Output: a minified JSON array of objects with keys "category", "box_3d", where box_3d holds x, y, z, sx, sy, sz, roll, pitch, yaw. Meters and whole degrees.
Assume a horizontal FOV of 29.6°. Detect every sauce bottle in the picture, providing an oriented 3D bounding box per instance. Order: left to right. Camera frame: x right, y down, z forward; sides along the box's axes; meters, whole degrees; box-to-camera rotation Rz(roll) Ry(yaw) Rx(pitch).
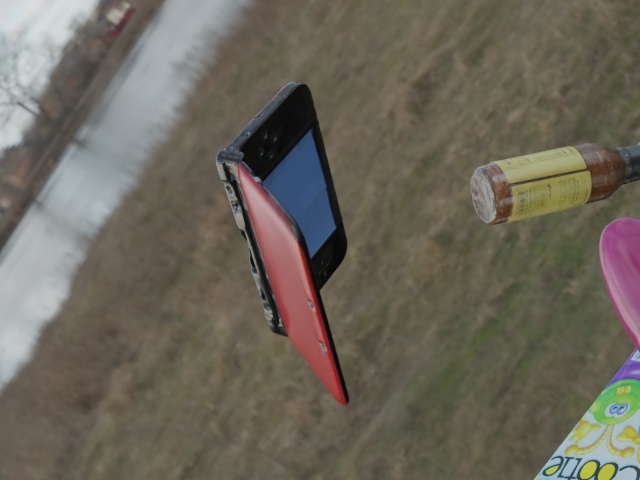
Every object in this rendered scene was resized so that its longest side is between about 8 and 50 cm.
[{"category":"sauce bottle","box_3d":[0.161,-0.040,0.783,0.042,0.128,0.042,170,90,-73]}]

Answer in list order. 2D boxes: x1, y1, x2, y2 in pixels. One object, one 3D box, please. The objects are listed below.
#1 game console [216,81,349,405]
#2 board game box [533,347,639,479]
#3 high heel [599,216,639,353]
[{"category":"game console","box_3d":[0.000,0.000,0.711,0.124,0.085,0.144,-51,-38,-35]},{"category":"board game box","box_3d":[0.377,0.276,1.412,0.275,0.144,0.142,-47,28,-20]},{"category":"high heel","box_3d":[0.387,0.143,1.158,0.127,0.377,0.181,-41,-4,24]}]
